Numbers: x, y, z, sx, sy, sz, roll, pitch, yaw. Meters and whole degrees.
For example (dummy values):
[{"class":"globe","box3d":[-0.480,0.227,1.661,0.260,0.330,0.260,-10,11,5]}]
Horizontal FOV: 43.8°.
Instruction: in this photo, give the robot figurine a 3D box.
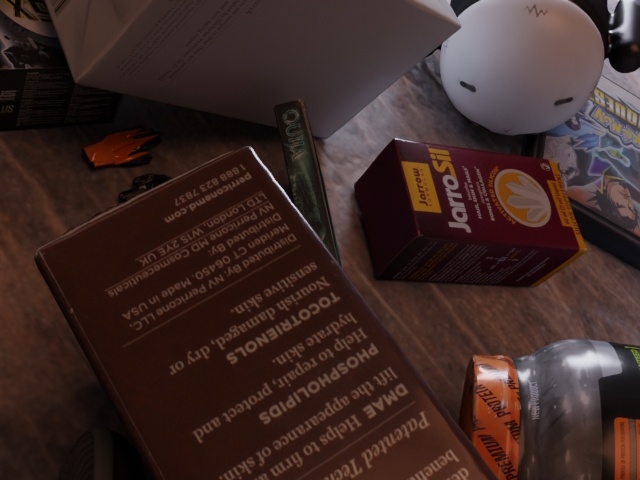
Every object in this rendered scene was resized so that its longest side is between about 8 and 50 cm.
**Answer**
[{"class":"robot figurine","box3d":[0.224,-0.239,0.870,0.173,0.209,0.278,41,46,-27]}]

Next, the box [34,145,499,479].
[{"class":"box","box3d":[0.009,0.155,0.424,0.143,0.191,0.381,-28,66,-15]}]

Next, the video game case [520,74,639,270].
[{"class":"video game case","box3d":[0.360,-0.080,0.927,0.275,0.035,0.248,28,51,-10]}]

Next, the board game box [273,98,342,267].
[{"class":"board game box","box3d":[0.000,0.000,0.625,0.026,0.126,0.186,-13,63,1]}]

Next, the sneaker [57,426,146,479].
[{"class":"sneaker","box3d":[-0.093,0.222,0.469,0.118,0.083,0.222,12,55,-37]}]

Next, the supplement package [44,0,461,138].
[{"class":"supplement package","box3d":[-0.055,-0.216,0.639,0.293,0.175,0.177,3,56,-53]}]

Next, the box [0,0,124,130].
[{"class":"box","box3d":[-0.258,-0.165,0.616,0.180,0.077,0.147,-9,66,-33]}]

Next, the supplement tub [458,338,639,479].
[{"class":"supplement tub","box3d":[0.255,0.173,0.550,0.316,0.193,0.193,7,53,8]}]

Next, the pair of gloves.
[{"class":"pair of gloves","box3d":[-0.146,-0.057,0.652,0.074,0.010,0.083,-29,80,-40]}]

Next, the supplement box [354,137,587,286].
[{"class":"supplement box","box3d":[0.138,-0.022,0.738,0.188,0.081,0.104,4,59,-26]}]
